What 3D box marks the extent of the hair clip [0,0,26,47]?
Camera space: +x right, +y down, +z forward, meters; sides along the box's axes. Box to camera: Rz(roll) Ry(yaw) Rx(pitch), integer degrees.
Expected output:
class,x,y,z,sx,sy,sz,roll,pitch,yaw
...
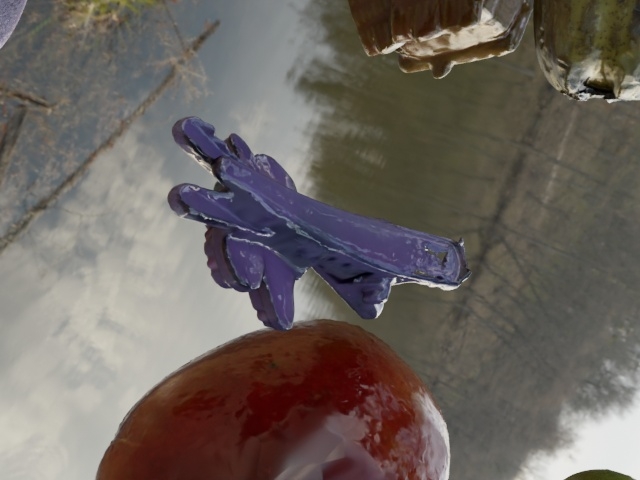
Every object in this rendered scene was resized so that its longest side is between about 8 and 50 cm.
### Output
class,x,y,z,sx,sy,sz,roll,pitch,yaw
hair clip,-0.330,-0.328,0.703,0.110,0.096,0.358,-29,118,-74

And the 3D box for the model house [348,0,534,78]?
class,x,y,z,sx,sy,sz,roll,pitch,yaw
model house,0.142,-0.328,0.906,0.229,0.199,0.219,26,73,-52

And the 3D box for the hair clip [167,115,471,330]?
class,x,y,z,sx,sy,sz,roll,pitch,yaw
hair clip,-0.008,0.005,0.570,0.278,0.090,0.137,20,62,-39

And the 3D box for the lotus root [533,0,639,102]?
class,x,y,z,sx,sy,sz,roll,pitch,yaw
lotus root,0.270,-0.254,0.691,0.154,0.154,0.278,-51,143,-48

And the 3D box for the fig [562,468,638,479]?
class,x,y,z,sx,sy,sz,roll,pitch,yaw
fig,0.212,0.244,0.571,0.153,0.136,0.121,-16,164,-43

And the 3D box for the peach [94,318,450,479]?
class,x,y,z,sx,sy,sz,roll,pitch,yaw
peach,-0.035,0.200,0.663,0.338,0.281,0.281,-46,156,-54
